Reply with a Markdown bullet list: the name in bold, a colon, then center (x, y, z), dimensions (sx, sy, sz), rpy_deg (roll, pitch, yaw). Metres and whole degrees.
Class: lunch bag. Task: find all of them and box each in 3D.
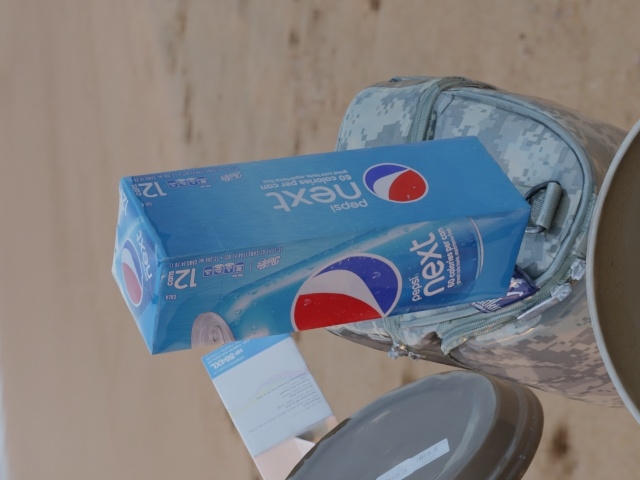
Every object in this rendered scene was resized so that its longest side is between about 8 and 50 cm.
- **lunch bag**: center (0.178, 0.005, 1.267), dimensions (0.256, 0.305, 0.212), rpy_deg (4, 81, 50)

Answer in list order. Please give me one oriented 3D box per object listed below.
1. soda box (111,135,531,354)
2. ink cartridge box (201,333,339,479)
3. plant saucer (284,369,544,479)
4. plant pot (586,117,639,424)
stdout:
- **soda box**: center (0.000, 0.000, 0.935), dimensions (0.071, 0.210, 0.067), rpy_deg (-122, 32, -44)
- **ink cartridge box**: center (-0.039, 0.167, 1.706), dimensions (0.143, 0.090, 0.092), rpy_deg (60, 176, 33)
- **plant saucer**: center (0.060, 0.198, 1.481), dimensions (0.041, 0.278, 0.278), rpy_deg (56, 173, -18)
- **plant pot**: center (0.313, 0.007, 1.040), dimensions (0.191, 0.284, 0.284), rpy_deg (-28, -52, -70)
